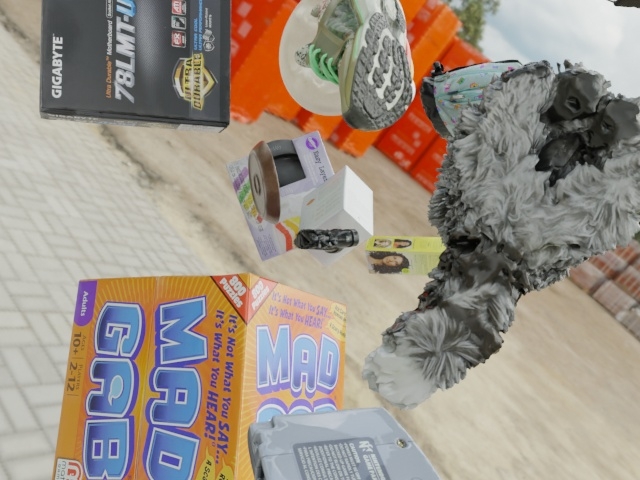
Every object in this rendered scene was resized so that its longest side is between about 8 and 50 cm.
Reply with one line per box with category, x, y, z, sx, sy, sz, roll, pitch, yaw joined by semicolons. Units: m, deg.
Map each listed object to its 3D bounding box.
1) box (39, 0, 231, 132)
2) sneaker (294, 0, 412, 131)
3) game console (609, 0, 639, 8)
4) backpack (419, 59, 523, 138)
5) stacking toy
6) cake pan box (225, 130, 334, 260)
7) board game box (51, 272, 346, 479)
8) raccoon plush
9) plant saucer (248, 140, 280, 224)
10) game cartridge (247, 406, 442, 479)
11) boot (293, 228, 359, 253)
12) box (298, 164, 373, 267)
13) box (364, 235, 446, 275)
box;-0.294;-0.333;1.059;0.293;0.296;0.073;2;-3;-23
sneaker;0.044;-0.307;1.104;0.158;0.182;0.410;49;32;-36
game console;0.868;-0.683;1.815;0.122;0.107;0.071;0;65;-14
backpack;0.282;-0.243;1.156;0.182;0.115;0.152;-5;-28;33
stacking toy;0.147;-0.461;1.777;0.350;0.351;0.480;44;17;27
cake pan box;-0.076;-0.113;1.604;0.070;0.245;0.267;-145;-144;-86
board game box;-0.191;0.267;1.158;0.356;0.357;0.356;-4;-15;27
raccoon plush;0.197;-0.030;0.788;0.216;0.446;0.299;50;5;6
plant saucer;-0.114;-0.112;1.295;0.029;0.168;0.168;-12;34;-16
game cartridge;0.048;0.298;0.672;0.198;0.062;0.297;5;30;-21
boot;0.000;0.001;1.155;0.099;0.045;0.121;-3;-4;-28
box;0.034;-0.052;1.363;0.091;0.130;0.170;42;29;-23
box;0.230;0.039;1.611;0.058;0.232;0.087;-72;156;-44
